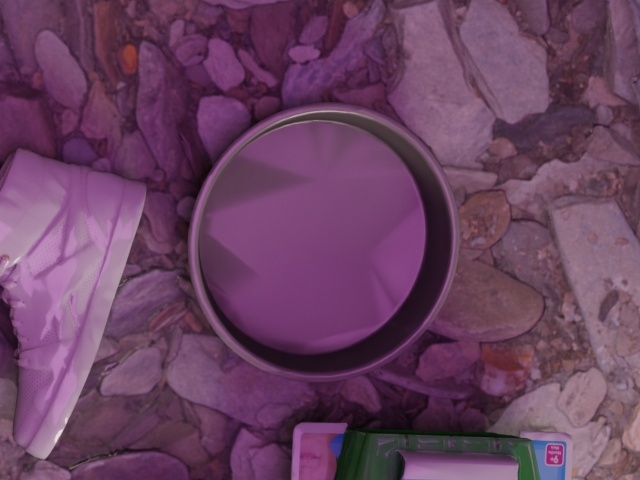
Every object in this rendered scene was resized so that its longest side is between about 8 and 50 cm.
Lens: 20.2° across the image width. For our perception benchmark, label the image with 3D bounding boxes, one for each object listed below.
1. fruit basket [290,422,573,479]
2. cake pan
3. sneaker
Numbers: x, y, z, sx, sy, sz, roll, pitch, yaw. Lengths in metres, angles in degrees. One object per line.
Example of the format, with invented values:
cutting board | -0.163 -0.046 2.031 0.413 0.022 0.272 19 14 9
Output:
fruit basket | 0.120 0.371 1.884 0.327 0.165 0.353 5 80 -17
cake pan | 0.000 0.000 1.869 0.293 0.054 0.293 -3 99 -17
sneaker | -0.295 0.056 1.769 0.169 0.108 0.292 19 83 -17
